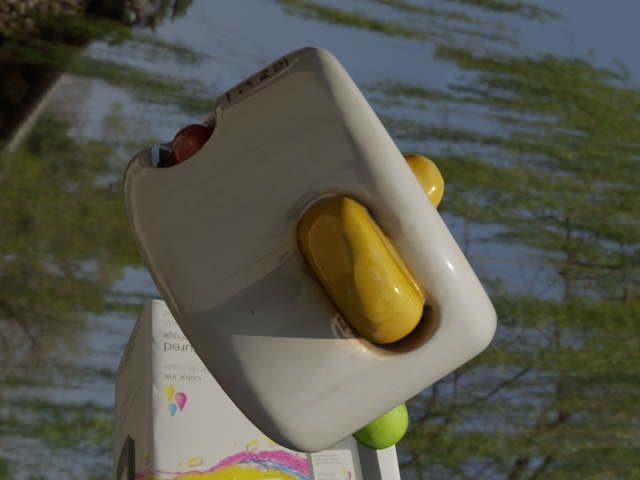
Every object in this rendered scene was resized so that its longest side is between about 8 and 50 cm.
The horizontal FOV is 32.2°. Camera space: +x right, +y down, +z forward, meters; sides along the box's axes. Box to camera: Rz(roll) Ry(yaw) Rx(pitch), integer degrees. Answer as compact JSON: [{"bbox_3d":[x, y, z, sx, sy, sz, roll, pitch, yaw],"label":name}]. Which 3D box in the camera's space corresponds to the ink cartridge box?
[{"bbox_3d":[-0.053,0.216,0.926,0.131,0.226,0.306,119,-28,-43],"label":"ink cartridge box"}]

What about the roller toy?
[{"bbox_3d":[0.000,0.000,0.593,0.146,0.209,0.191,-33,-118,5],"label":"roller toy"}]
